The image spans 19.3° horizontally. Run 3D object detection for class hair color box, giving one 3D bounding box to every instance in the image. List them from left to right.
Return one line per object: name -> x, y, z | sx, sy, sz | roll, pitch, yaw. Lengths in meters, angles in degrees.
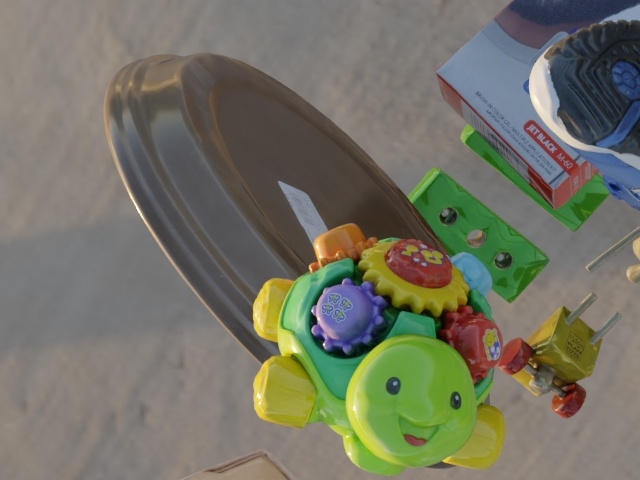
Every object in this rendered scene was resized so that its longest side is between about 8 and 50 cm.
hair color box -> 0.154, -0.109, 1.003 | 0.167, 0.053, 0.093 | -43, 76, -3

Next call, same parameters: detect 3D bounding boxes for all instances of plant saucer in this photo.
plant saucer -> 0.000, 0.000, 1.002 | 0.041, 0.278, 0.278 | -42, 65, 19

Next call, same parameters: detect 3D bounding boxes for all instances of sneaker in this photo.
sneaker -> 0.155, -0.041, 0.846 | 0.081, 0.211, 0.080 | -23, 66, 36

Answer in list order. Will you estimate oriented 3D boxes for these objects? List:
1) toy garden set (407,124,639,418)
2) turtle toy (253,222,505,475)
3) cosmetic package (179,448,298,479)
toy garden set -> 0.164, -0.007, 1.343 | 0.244, 0.204, 0.049 | -49, 18, 10
turtle toy -> 0.027, 0.040, 0.670 | 0.130, 0.095, 0.066 | -93, 20, -57
cosmetic package -> -0.098, 0.280, 1.076 | 0.129, 0.153, 0.296 | 42, 117, 19
